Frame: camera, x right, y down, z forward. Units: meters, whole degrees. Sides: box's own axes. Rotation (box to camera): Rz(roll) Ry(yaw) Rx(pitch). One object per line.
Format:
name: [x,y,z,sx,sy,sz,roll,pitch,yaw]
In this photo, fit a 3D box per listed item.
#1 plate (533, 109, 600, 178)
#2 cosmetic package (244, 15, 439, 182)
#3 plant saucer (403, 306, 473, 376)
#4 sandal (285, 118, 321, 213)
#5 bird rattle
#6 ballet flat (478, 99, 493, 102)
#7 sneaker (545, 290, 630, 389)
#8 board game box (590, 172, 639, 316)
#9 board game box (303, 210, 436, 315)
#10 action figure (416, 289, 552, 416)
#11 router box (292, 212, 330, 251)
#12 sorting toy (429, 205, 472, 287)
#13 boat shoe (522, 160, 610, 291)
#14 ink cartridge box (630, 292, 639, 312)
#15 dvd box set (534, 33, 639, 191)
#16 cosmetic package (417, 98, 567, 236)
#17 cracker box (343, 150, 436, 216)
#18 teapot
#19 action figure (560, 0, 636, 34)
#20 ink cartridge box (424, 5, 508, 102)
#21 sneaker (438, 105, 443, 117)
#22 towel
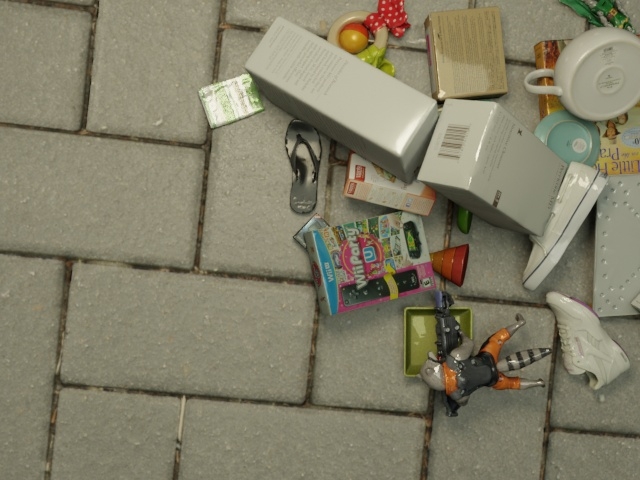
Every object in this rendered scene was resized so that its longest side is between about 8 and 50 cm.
plate: [0.662,-0.258,1.880,0.188,0.024,0.188,0,89,-2]
cosmetic package: [0.061,-0.342,1.721,0.453,0.230,0.161,33,88,16]
plant saucer: [0.315,0.272,1.905,0.188,0.045,0.188,0,91,-5]
sandal: [-0.041,-0.200,1.869,0.097,0.054,0.254,-5,91,-5]
bird rattle: [0.120,-0.538,1.850,0.207,0.143,0.253,12,86,12]
ballet flat: [0.389,-0.280,1.887,0.083,0.087,0.247,36,88,-4]
sneaker: [0.702,0.273,1.901,0.152,0.114,0.305,-41,93,-4]
board game box: [0.928,0.004,1.916,0.390,0.050,0.390,-4,102,-5]
board game box: [0.130,0.055,1.835,0.303,0.097,0.224,-13,90,-16]
action figure: [0.401,0.285,1.805,0.330,0.178,0.341,-15,95,-15]
router box: [0.000,0.000,1.881,0.122,0.038,0.092,44,87,-4]
sorting toy: [0.340,-0.062,1.872,0.126,0.127,0.365,8,100,18]
boat shoe: [0.600,-0.046,1.864,0.156,0.136,0.367,32,115,16]
ink cartridge box: [1.018,0.138,1.863,0.211,0.121,0.289,39,96,-12]
dvd box set: [0.759,-0.344,1.929,0.308,0.062,0.420,-4,90,-4]
cosmetic package: [0.427,-0.169,1.707,0.385,0.156,0.217,20,88,-43]
cracker box: [0.182,-0.159,1.837,0.232,0.155,0.067,13,132,-4]
teapot: [0.702,-0.439,1.809,0.256,0.187,0.252,22,116,-20]
action figure: [0.778,-0.642,1.932,0.232,0.063,0.137,39,84,-7]
ink cartridge box: [0.389,-0.494,1.885,0.193,0.088,0.234,-6,91,-3]
sneaker: [0.284,-0.302,1.895,0.192,0.064,0.086,-20,99,-4]
towel: [-0.238,-0.373,1.872,0.152,0.023,0.113,-20,94,-6]
